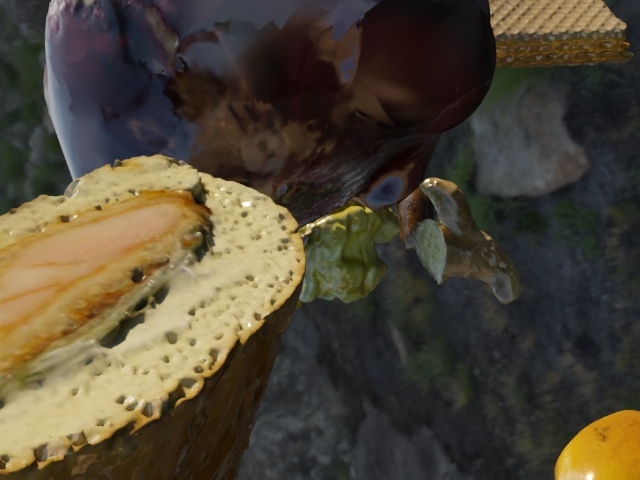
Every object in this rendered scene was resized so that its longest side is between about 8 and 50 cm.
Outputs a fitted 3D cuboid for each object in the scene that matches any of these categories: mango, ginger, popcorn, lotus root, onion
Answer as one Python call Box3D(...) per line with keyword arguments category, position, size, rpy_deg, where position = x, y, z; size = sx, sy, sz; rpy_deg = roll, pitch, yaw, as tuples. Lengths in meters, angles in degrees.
Box3D(category="mango", position=(0.399, 0.312, 1.386), size=(0.154, 0.252, 0.126), rpy_deg=(25, 113, 29))
Box3D(category="ginger", position=(0.086, 0.007, 0.652), size=(0.097, 0.048, 0.030), rpy_deg=(53, -170, -7))
Box3D(category="popcorn", position=(0.001, 0.000, 1.311), size=(0.186, 0.167, 0.187), rpy_deg=(-20, 55, 38))
Box3D(category="lotus root", position=(0.110, -0.031, 1.203), size=(0.030, 0.037, 0.083), rpy_deg=(139, 134, -60))
Box3D(category="onion", position=(-0.066, -0.213, 0.899), size=(0.398, 0.399, 0.420), rpy_deg=(110, 142, -56))

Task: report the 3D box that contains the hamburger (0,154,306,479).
Box3D(category="hamburger", position=(-0.127, 0.102, 0.526), size=(0.162, 0.330, 0.209), rpy_deg=(21, 120, 14))

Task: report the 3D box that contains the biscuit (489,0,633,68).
Box3D(category="biscuit", position=(0.185, -0.240, 1.215), size=(0.054, 0.379, 0.094), rpy_deg=(98, 162, -44))
